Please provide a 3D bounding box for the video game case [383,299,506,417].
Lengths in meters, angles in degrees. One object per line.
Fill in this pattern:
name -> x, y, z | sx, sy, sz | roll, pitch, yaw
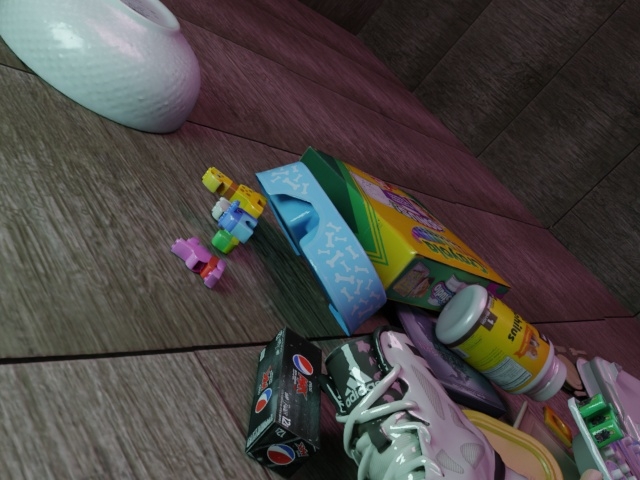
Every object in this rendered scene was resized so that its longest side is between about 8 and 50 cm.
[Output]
video game case -> 0.196, 0.170, 1.184 | 0.196, 0.026, 0.274 | 27, 24, -33

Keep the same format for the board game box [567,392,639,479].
board game box -> 0.527, 0.438, 0.992 | 0.390, 0.050, 0.390 | 34, 31, -44

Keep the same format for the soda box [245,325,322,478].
soda box -> -0.036, 0.169, 0.743 | 0.060, 0.053, 0.169 | 36, 22, -15

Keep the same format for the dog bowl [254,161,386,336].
dog bowl -> 0.000, 0.000, 1.003 | 0.297, 0.074, 0.166 | 56, -7, 36

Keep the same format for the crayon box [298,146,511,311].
crayon box -> 0.148, -0.005, 1.278 | 0.363, 0.106, 0.313 | 17, 24, -50

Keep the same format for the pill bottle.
pill bottle -> 0.308, 0.179, 1.159 | 0.215, 0.117, 0.117 | 37, 21, -11

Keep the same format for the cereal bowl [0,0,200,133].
cereal bowl -> -0.331, -0.334, 1.106 | 0.339, 0.141, 0.339 | 36, 21, -16

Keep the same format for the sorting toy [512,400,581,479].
sorting toy -> 0.359, 0.359, 1.063 | 0.196, 0.047, 0.347 | 51, 20, 12

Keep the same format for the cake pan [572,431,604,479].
cake pan -> 0.493, 0.419, 1.087 | 0.293, 0.054, 0.293 | 45, 23, -26

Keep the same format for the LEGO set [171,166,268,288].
LEGO set -> -0.137, -0.040, 0.936 | 0.093, 0.087, 0.227 | 38, 20, -10

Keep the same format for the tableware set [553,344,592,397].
tableware set -> 0.574, 0.306, 1.547 | 0.194, 0.039, 0.128 | 15, 43, -44

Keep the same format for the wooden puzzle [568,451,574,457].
wooden puzzle -> 0.455, 0.416, 1.163 | 0.078, 0.014, 0.116 | 35, 21, -6

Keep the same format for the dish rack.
dish rack -> 0.724, 0.403, 1.515 | 0.333, 0.072, 0.285 | 28, 35, -29

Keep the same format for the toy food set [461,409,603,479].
toy food set -> 0.231, 0.309, 0.874 | 0.218, 0.071, 0.128 | 25, 48, 12

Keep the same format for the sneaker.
sneaker -> 0.058, 0.226, 0.619 | 0.257, 0.169, 0.447 | 51, 14, 9
